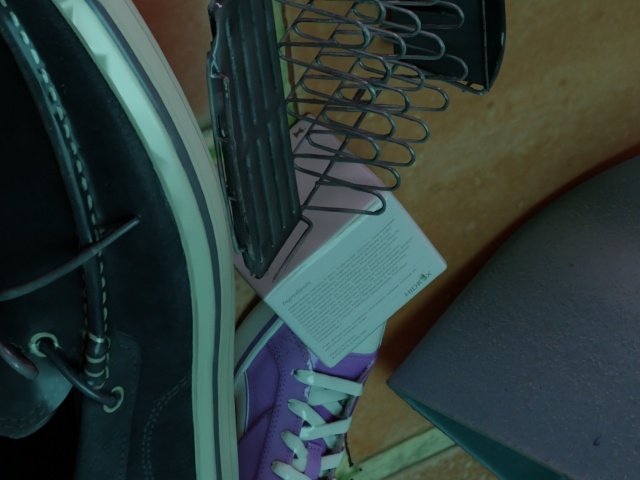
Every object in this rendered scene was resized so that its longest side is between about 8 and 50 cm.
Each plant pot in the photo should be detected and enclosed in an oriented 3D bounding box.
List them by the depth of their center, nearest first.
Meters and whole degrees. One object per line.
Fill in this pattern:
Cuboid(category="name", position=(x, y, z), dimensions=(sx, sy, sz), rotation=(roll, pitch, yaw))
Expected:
Cuboid(category="plant pot", position=(0.252, 0.088, 1.342), dimensions=(0.252, 0.248, 0.247), rotation=(-56, 135, -9))

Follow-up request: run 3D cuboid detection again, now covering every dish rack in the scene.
Cuboid(category="dish rack", position=(0.021, -0.114, 1.059), dimensions=(0.271, 0.074, 0.208), rotation=(-57, 149, -42))

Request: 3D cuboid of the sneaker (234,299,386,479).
Cuboid(category="sneaker", position=(-0.013, 0.158, 1.263), dimensions=(0.102, 0.161, 0.282), rotation=(16, 111, -39))

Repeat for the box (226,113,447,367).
Cuboid(category="box", position=(0.000, 0.000, 1.193), dimensions=(0.102, 0.101, 0.087), rotation=(-41, 135, -1))

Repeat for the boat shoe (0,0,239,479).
Cuboid(category="boat shoe", position=(-0.150, 0.024, 1.057), dimensions=(0.156, 0.187, 0.500), rotation=(-27, 139, -23))
